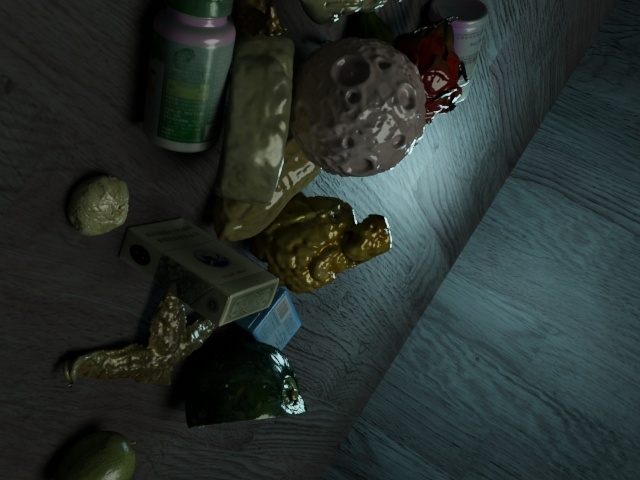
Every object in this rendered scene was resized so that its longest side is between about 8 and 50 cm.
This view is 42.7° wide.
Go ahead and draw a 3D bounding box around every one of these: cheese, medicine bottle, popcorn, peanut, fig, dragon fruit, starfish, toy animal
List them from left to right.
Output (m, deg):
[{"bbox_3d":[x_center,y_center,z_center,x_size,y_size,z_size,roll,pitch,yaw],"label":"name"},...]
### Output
[{"bbox_3d":[-0.335,0.193,1.731,0.324,0.082,0.432,-54,154,-4],"label":"starfish"},{"bbox_3d":[-0.211,-0.289,1.329,0.133,0.133,0.274,-31,145,-49],"label":"medicine bottle"},{"bbox_3d":[-0.111,-0.378,1.304,0.054,0.275,0.149,-5,141,-16],"label":"toy animal"},{"bbox_3d":[-0.121,-0.215,1.468,0.326,0.115,0.317,109,-14,-50],"label":"cheese"},{"bbox_3d":[-0.112,-0.127,1.729,0.325,0.140,0.153,-48,-164,-10],"label":"peanut"},{"bbox_3d":[0.000,0.000,1.927,0.265,0.333,0.225,-79,162,-74],"label":"popcorn"},{"bbox_3d":[0.110,-0.458,1.827,0.117,0.117,0.177,-37,134,-42],"label":"fig"},{"bbox_3d":[0.245,-0.426,2.006,0.234,0.234,0.292,20,87,-67],"label":"dragon fruit"},{"bbox_3d":[0.346,-0.508,2.181,0.152,0.152,0.253,-42,150,-37],"label":"medicine bottle"}]

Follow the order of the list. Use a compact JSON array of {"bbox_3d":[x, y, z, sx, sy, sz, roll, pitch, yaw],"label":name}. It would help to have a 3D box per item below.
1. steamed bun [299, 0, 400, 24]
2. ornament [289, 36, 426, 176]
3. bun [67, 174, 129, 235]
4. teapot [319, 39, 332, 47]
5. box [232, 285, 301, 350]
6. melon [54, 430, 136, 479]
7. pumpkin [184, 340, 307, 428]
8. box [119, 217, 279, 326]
[{"bbox_3d":[0.044,-0.550,1.446,0.268,0.207,0.280,-29,132,14],"label":"steamed bun"},{"bbox_3d":[0.064,-0.243,1.484,0.259,0.259,0.225,-53,160,-15],"label":"ornament"},{"bbox_3d":[-0.366,-0.054,1.374,0.115,0.069,0.115,-43,152,-30],"label":"bun"},{"bbox_3d":[0.036,-0.321,1.727,0.225,0.171,0.203,-66,141,-77],"label":"teapot"},{"bbox_3d":[-0.139,0.213,2.144,0.142,0.083,0.232,-52,157,-18],"label":"box"},{"bbox_3d":[-0.465,0.475,1.716,0.192,0.139,0.139,-35,147,-37],"label":"melon"},{"bbox_3d":[-0.193,0.353,2.024,0.293,0.264,0.196,17,61,-60],"label":"pumpkin"},{"bbox_3d":[-0.228,0.053,1.543,0.164,0.257,0.069,-16,133,-59],"label":"box"}]
